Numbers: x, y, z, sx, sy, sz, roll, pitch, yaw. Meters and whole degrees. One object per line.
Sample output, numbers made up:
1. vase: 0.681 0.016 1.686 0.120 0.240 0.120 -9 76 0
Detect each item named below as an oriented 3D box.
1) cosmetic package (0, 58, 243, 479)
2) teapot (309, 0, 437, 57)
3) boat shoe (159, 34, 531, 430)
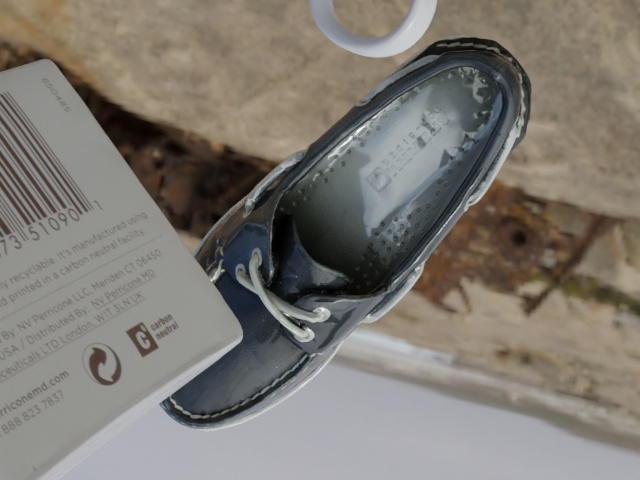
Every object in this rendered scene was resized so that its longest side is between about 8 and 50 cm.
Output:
1. cosmetic package: -0.166 0.048 0.564 0.183 0.151 0.151 -38 176 38
2. teapot: 0.103 -0.275 0.901 0.252 0.187 0.256 -22 152 -12
3. boat shoe: 0.000 0.000 0.778 0.114 0.302 0.091 38 -169 -1
